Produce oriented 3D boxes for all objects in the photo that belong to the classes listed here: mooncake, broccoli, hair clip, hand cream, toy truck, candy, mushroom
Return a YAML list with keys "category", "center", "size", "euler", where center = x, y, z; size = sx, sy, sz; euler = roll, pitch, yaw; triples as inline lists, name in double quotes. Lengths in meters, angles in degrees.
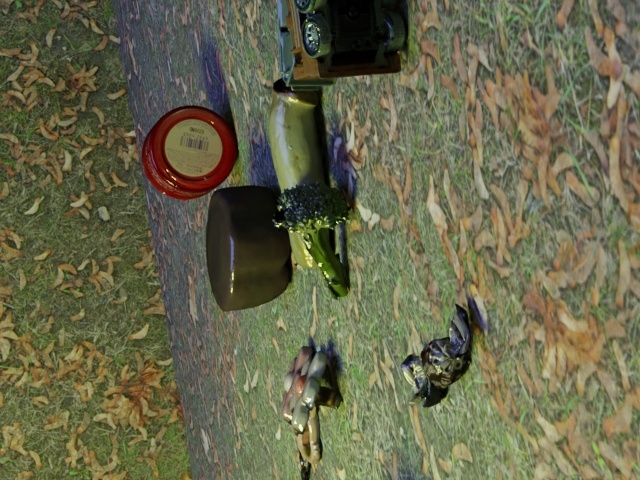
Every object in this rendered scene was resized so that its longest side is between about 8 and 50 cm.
- category: "mooncake"
  center: [-0.144, 0.013, 2.266]
  size: [0.245, 0.133, 0.245]
  euler: [171, 90, -74]
- category: "broccoli"
  center: [0.000, 0.001, 1.862]
  size: [0.118, 0.122, 0.204]
  euler: [-73, -31, -52]
- category: "hair clip"
  center: [-0.025, 0.260, 2.105]
  size: [0.257, 0.075, 0.146]
  euler: [-174, 96, -73]
- category: "hand cream"
  center: [-0.277, -0.184, 2.514]
  size: [0.125, 0.193, 0.193]
  euler: [168, 93, -72]
- category: "toy truck"
  center: [-0.005, -0.371, 1.547]
  size: [0.184, 0.133, 0.338]
  euler: [-4, 94, 61]
- category: "candy"
  center: [0.147, 0.151, 1.514]
  size: [0.226, 0.051, 0.094]
  euler: [120, 141, -65]
- category: "mushroom"
  center: [-0.034, -0.109, 1.934]
  size: [0.100, 0.081, 0.312]
  euler: [-137, 39, -71]

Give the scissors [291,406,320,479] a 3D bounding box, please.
- category: "scissors"
  center: [-0.033, 0.409, 2.295]
  size: [0.160, 0.024, 0.317]
  euler: [-123, 28, -53]
